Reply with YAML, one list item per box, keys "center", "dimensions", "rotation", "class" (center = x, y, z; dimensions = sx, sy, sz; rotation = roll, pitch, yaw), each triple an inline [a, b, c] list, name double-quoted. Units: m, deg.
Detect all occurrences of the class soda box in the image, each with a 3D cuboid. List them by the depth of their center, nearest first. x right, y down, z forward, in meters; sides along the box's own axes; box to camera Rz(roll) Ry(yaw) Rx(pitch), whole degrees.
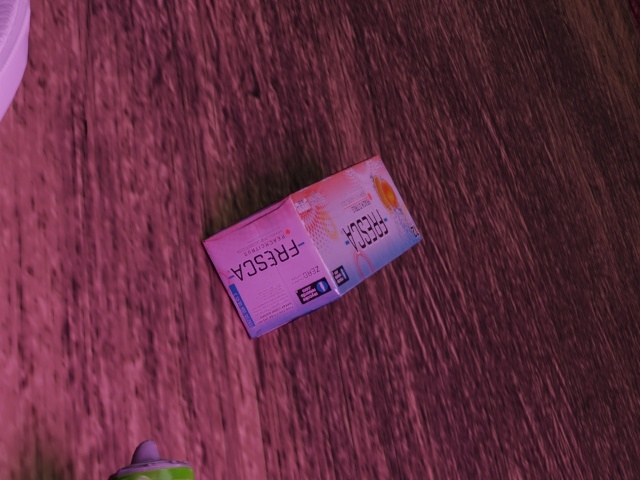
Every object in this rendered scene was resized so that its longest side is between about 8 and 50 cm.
- center: [0.000, 0.000, 0.993]
  dimensions: [0.063, 0.058, 0.183]
  rotation: [63, 20, -1]
  class: "soda box"

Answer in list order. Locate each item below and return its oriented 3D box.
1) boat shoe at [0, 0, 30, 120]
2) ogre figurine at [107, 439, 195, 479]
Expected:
- center: [-0.156, -0.087, 0.655]
  dimensions: [0.302, 0.109, 0.094]
  rotation: [-83, -176, -46]
  class: "boat shoe"
- center: [-0.051, 0.156, 0.623]
  dimensions: [0.197, 0.097, 0.118]
  rotation: [43, 42, -10]
  class: "ogre figurine"
